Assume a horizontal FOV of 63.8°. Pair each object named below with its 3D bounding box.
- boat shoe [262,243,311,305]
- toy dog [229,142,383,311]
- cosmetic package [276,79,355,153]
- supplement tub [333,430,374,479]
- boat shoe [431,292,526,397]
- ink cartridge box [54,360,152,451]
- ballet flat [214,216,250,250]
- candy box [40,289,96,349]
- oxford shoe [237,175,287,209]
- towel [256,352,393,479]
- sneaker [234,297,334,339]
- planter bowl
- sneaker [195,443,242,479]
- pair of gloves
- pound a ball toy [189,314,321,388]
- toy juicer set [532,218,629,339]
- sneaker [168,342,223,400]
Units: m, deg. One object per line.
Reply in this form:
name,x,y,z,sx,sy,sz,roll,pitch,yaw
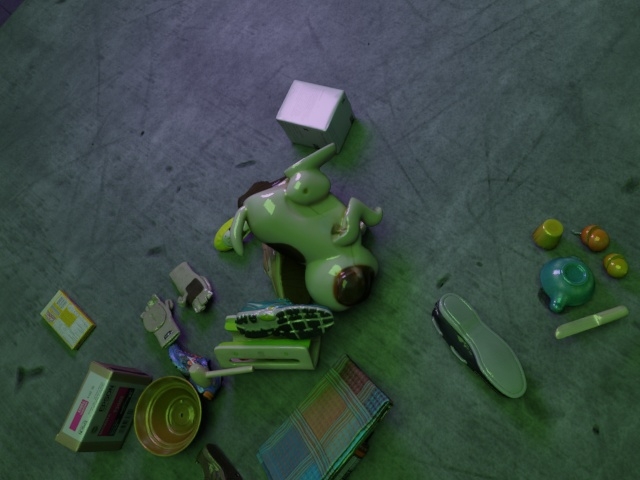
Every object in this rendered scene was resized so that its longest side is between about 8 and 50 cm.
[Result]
boat shoe,-0.110,0.067,1.547,0.110,0.122,0.340,-31,59,44
toy dog,0.000,0.000,1.406,0.395,0.285,0.407,-36,92,-33
cosmetic package,-0.013,-0.394,1.648,0.184,0.151,0.151,19,78,23
supplement tub,0.050,0.543,1.320,0.106,0.106,0.197,38,85,25
boat shoe,0.400,0.275,1.320,0.115,0.091,0.302,-17,61,-25
ink cartridge box,-0.622,0.485,1.497,0.088,0.193,0.234,17,77,22
ballet flat,-0.252,-0.038,1.603,0.231,0.077,0.077,-43,29,16
candy box,-0.854,0.266,1.738,0.206,0.027,0.105,35,86,25
oxford shoe,-0.172,-0.165,1.654,0.227,0.083,0.096,-28,61,5
towel,-0.003,0.485,1.314,0.370,0.040,0.271,-49,28,-4
sneaker,-0.095,0.194,1.383,0.276,0.106,0.110,-1,31,17
planter bowl,-0.419,0.504,1.484,0.217,0.090,0.217,-6,70,16
sneaker,-0.275,0.652,1.413,0.188,0.066,0.071,46,105,30
pair of gloves,-0.451,0.200,1.622,0.204,0.042,0.240,34,79,37
pound a ball toy,-0.173,0.325,1.431,0.320,0.135,0.208,-4,39,14
toy juicer set,0.668,0.103,1.305,0.210,0.089,0.328,2,63,4
sneaker,-0.370,0.377,1.532,0.221,0.083,0.087,38,66,25
